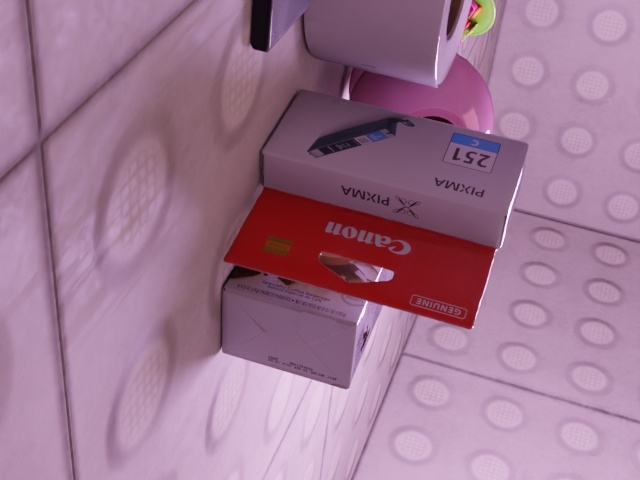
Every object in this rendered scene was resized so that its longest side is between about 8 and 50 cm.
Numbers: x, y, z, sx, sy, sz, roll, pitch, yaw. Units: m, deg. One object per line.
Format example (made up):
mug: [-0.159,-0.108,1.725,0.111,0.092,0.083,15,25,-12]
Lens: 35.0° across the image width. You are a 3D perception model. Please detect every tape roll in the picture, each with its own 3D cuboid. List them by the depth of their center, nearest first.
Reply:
tape roll: [0.096,-0.330,1.256,0.246,0.169,0.246,16,90,-79]

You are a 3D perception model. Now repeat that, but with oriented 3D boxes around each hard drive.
hard drive: [-0.037,-0.269,1.071,0.135,0.022,0.094,-60,161,-51]

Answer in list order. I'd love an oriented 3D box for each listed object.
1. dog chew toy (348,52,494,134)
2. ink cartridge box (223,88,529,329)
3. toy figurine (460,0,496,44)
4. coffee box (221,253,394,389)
dog chew toy: [0.131,-0.211,1.484,0.331,0.207,0.206,-100,-164,-59]
ink cartridge box: [0.070,-0.048,1.177,0.066,0.296,0.261,92,17,-45]
toy figurine: [0.266,-0.444,2.143,0.159,0.130,0.173,-47,178,-38]
coffee box: [0.006,0.030,1.305,0.297,0.168,0.118,-62,163,-49]
